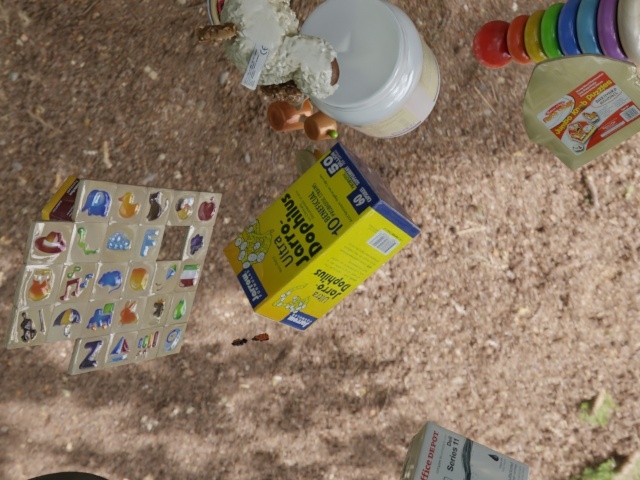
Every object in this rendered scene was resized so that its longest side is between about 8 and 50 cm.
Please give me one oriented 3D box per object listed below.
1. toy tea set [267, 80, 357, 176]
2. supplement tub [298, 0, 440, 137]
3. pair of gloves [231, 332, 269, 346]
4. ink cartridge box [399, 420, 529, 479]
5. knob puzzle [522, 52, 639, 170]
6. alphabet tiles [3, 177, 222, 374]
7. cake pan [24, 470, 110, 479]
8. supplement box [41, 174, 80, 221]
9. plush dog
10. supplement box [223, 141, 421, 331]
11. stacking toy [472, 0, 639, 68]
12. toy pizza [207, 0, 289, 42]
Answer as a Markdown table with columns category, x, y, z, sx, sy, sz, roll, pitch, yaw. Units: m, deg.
| category | x | y | z | sx | sy | sz | roll | pitch | yaw |
| --- | --- | --- | --- | --- | --- | --- | --- | --- | --- |
| toy tea set | 0.001 | -0.269 | 1.674 | 0.336 | 0.124 | 0.200 | 61 | 145 | 5 |
| supplement tub | 0.098 | -0.334 | 1.311 | 0.235 | 0.325 | 0.235 | 0 | 91 | 19 |
| pair of gloves | -0.154 | 0.216 | 1.458 | 0.083 | 0.074 | 0.010 | -12 | 93 | -12 |
| ink cartridge box | 0.254 | 0.442 | 1.199 | 0.208 | 0.153 | 0.087 | 23 | 138 | 2 |
| knob puzzle | 0.406 | -0.218 | 1.047 | 0.213 | 0.030 | 0.213 | 10 | 136 | 10 |
| alphabet tiles | -0.200 | 0.039 | 0.675 | 0.009 | 0.237 | 0.198 | 22 | 100 | 28 |
| cake pan | -0.269 | 0.327 | 0.594 | 0.293 | 0.293 | 0.054 | -11 | 123 | 9 |
| supplement box | -0.557 | -0.023 | 1.643 | 0.194 | 0.129 | 0.191 | 22 | 140 | -1 |
| plush dog | -0.102 | -0.338 | 1.126 | 0.210 | 0.225 | 0.262 | -19 | 95 | -8 |
| supplement box | 0.000 | 0.000 | 1.452 | 0.356 | 0.194 | 0.195 | -42 | 144 | 14 |
| stacking toy | 0.420 | -0.364 | 1.192 | 0.330 | 0.141 | 0.141 | 3 | 131 | 46 |
| toy pizza | -0.137 | -0.467 | 1.364 | 0.032 | 0.201 | 0.201 | -5 | 132 | 53 |
